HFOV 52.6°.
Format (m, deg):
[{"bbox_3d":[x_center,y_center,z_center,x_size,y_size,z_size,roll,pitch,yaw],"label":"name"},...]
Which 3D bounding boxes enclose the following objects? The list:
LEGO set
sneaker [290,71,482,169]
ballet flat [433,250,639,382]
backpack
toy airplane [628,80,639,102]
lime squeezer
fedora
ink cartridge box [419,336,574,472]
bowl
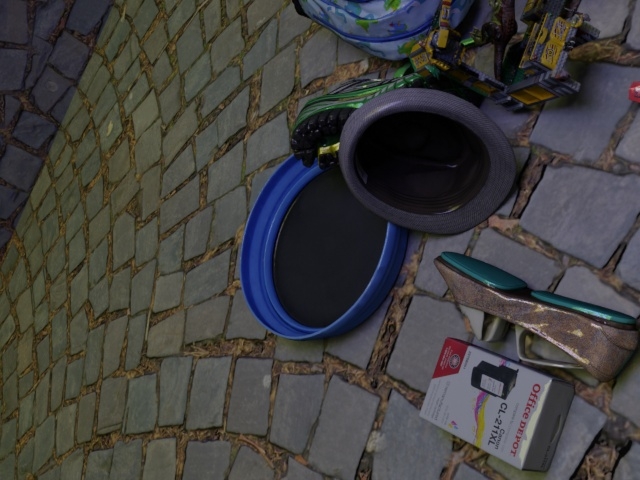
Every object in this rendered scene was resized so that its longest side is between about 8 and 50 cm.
[{"bbox_3d":[0.297,-0.353,0.945,0.331,0.254,0.192,-60,15,-8],"label":"LEGO set"},{"bbox_3d":[0.111,-0.243,1.129,0.343,0.134,0.146,-11,44,12],"label":"sneaker"},{"bbox_3d":[0.274,0.106,0.906,0.316,0.107,0.106,25,106,47],"label":"ballet flat"},{"bbox_3d":[0.117,-0.483,1.197,0.290,0.273,0.356,-36,60,2],"label":"backpack"},{"bbox_3d":[0.479,-0.162,0.856,0.151,0.028,0.151,-12,69,35],"label":"toy airplane"},{"bbox_3d":[0.195,-0.299,1.173,0.310,0.058,0.110,-43,48,24],"label":"lime squeezer"},{"bbox_3d":[0.163,-0.145,1.036,0.124,0.275,0.244,-82,15,-50],"label":"fedora"},{"bbox_3d":[0.243,0.225,0.906,0.175,0.072,0.128,17,86,47],"label":"ink cartridge box"},{"bbox_3d":[0.000,0.000,1.234,0.391,0.077,0.392,-19,61,39],"label":"bowl"}]
